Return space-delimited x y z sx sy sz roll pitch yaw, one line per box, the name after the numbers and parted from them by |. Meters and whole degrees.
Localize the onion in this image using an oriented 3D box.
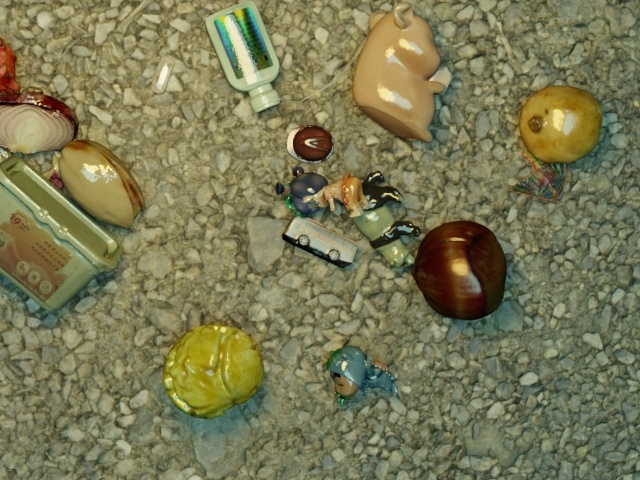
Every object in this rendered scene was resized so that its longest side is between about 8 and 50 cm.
-0.615 -0.268 1.667 0.206 0.098 0.151 10 119 -16 | onion

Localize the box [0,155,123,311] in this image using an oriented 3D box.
-0.597 -0.003 1.663 0.312 0.175 0.182 43 98 -15 | box

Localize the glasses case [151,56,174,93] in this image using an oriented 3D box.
-0.349 -0.365 1.740 0.032 0.021 0.083 20 92 -8 | glasses case

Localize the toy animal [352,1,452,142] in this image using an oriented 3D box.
0.185 -0.368 1.736 0.213 0.195 0.256 19 90 -18 | toy animal

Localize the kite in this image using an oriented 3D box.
0.536 -0.156 1.898 0.190 0.010 0.159 -34 98 -6 | kite

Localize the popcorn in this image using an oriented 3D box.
-0.237 0.285 1.741 0.221 0.184 0.204 -14 91 -6 | popcorn

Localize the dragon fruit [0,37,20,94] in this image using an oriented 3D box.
-0.681 -0.364 1.660 0.111 0.153 0.153 16 94 -52 | dragon fruit

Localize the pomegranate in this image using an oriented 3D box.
0.544 -0.265 1.805 0.196 0.196 0.196 -1 95 -8 | pomegranate

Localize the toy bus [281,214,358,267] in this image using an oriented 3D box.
0.000 0.000 1.810 0.172 0.057 0.072 26 85 -11 | toy bus

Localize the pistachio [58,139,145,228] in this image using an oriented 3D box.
-0.468 -0.123 1.686 0.144 0.144 0.215 -45 111 -2 | pistachio

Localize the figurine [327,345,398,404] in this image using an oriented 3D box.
0.091 0.327 1.834 0.178 0.114 0.144 22 93 -18 | figurine

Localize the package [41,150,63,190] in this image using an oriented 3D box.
-0.575 -0.148 1.724 0.059 0.029 0.083 32 101 -17 | package

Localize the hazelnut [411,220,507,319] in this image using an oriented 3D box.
0.316 0.067 1.800 0.229 0.229 0.229 -1 95 -8 | hazelnut

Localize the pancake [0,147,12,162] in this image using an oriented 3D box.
-0.738 -0.154 1.700 0.158 0.028 0.158 0 93 -10 | pancake

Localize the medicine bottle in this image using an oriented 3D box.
-0.159 -0.398 1.734 0.121 0.083 0.229 -23 97 -8 | medicine bottle

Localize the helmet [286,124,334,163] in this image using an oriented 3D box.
-0.020 -0.218 1.785 0.111 0.057 0.089 2 97 -9 | helmet

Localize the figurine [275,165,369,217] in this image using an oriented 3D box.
0.006 -0.108 1.752 0.195 0.111 0.102 -2 112 22 | figurine

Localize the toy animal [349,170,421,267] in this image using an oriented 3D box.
0.149 -0.040 1.808 0.121 0.094 0.225 -33 100 -3 | toy animal
